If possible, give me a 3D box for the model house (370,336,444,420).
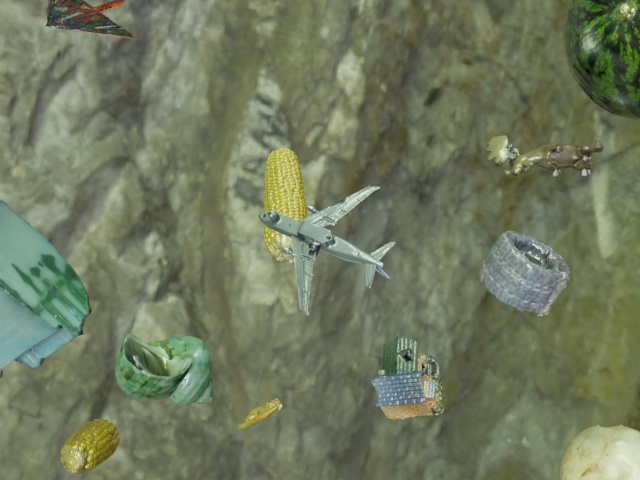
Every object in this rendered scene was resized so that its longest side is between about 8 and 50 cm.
[{"bbox_3d":[0.227,0.361,2.415,0.172,0.166,0.183,54,-148,-45],"label":"model house"}]

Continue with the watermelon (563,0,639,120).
[{"bbox_3d":[0.515,-0.323,1.379,0.285,0.285,0.285,14,-90,-81],"label":"watermelon"}]

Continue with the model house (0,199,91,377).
[{"bbox_3d":[-0.692,0.149,1.847,0.329,0.295,0.251,-38,25,12],"label":"model house"}]

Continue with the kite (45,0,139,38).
[{"bbox_3d":[-0.451,-0.436,1.743,0.232,0.189,0.009,31,-128,-58],"label":"kite"}]

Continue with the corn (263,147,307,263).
[{"bbox_3d":[-0.073,-0.075,1.864,0.091,0.091,0.260,48,-147,-51],"label":"corn"}]

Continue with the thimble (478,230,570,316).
[{"bbox_3d":[0.361,0.057,1.604,0.098,0.150,0.150,-61,-2,24],"label":"thimble"}]

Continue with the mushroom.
[{"bbox_3d":[0.452,0.364,1.390,0.127,0.166,0.166,4,-80,-68],"label":"mushroom"}]

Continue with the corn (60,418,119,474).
[{"bbox_3d":[-0.503,0.450,1.979,0.261,0.097,0.097,-86,10,-90],"label":"corn"}]

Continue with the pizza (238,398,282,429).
[{"bbox_3d":[-0.126,0.380,2.030,0.123,0.026,0.108,-32,1,27],"label":"pizza"}]

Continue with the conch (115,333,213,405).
[{"bbox_3d":[-0.273,0.229,1.591,0.176,0.188,0.122,9,91,65],"label":"conch"}]

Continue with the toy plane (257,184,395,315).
[{"bbox_3d":[0.001,-0.001,1.341,0.226,0.226,0.058,-60,-16,-17],"label":"toy plane"}]

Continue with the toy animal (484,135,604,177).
[{"bbox_3d":[0.469,-0.169,1.903,0.186,0.214,0.093,-135,45,-72],"label":"toy animal"}]
